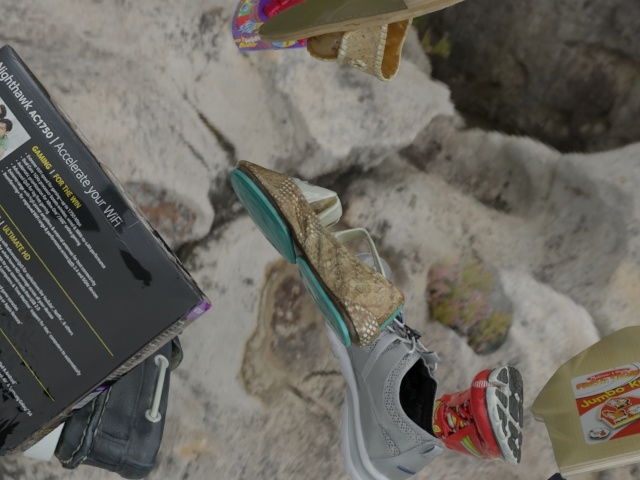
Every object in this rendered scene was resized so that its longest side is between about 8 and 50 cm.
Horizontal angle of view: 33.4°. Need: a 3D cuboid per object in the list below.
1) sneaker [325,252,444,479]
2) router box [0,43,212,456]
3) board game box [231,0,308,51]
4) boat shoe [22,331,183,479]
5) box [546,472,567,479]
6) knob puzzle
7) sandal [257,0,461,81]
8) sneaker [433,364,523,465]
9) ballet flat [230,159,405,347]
[{"bbox_3d":[0.084,0.131,1.158,0.105,0.115,0.281,28,44,-42],"label":"sneaker"},{"bbox_3d":[-0.165,0.005,0.577,0.133,0.046,0.179,-37,84,-3],"label":"router box"},{"bbox_3d":[-0.025,-0.269,1.274,0.169,0.133,0.033,-11,55,-37],"label":"board game box"},{"bbox_3d":[-0.153,0.083,0.837,0.091,0.114,0.302,22,27,-10],"label":"boat shoe"},{"bbox_3d":[0.185,0.317,0.784,0.183,0.059,0.232,-34,61,-17],"label":"box"},{"bbox_3d":[0.267,0.123,0.856,0.213,0.213,0.030,-27,109,-21],"label":"knob puzzle"},{"bbox_3d":[0.050,-0.166,0.868,0.088,0.240,0.079,-49,119,-39],"label":"sandal"},{"bbox_3d":[0.181,0.219,1.275,0.118,0.279,0.107,2,69,9],"label":"sneaker"},{"bbox_3d":[0.000,0.000,0.865,0.067,0.073,0.206,-28,59,-14],"label":"ballet flat"}]
